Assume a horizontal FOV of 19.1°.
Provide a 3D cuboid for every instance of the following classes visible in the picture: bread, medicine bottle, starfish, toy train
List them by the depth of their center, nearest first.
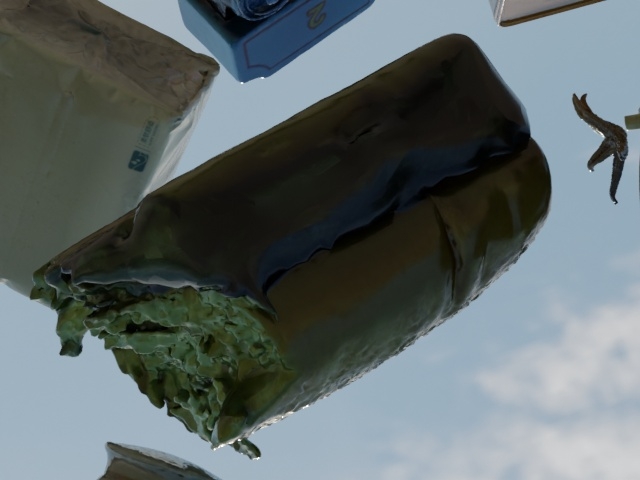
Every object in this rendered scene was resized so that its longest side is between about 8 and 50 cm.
[{"bbox_3d":[0.000,0.000,1.430,0.376,0.208,0.251,-35,-171,-28],"label":"bread"},{"bbox_3d":[-0.167,0.279,1.865,0.147,0.147,0.143,9,-102,54],"label":"medicine bottle"},{"bbox_3d":[0.341,-0.109,2.205,0.041,0.133,0.130,-22,-165,-9],"label":"starfish"},{"bbox_3d":[-0.057,-0.379,2.636,0.300,0.265,0.188,-36,-116,-14],"label":"toy train"}]

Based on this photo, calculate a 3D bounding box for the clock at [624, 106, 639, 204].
[{"bbox_3d":[0.317,-0.019,1.486,0.120,0.276,0.379,-7,170,4],"label":"clock"}]

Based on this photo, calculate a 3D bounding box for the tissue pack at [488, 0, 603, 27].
[{"bbox_3d":[0.262,-0.419,2.279,0.194,0.274,0.145,-14,168,-5],"label":"tissue pack"}]

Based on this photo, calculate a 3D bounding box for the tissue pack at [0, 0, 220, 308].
[{"bbox_3d":[-0.333,-0.116,2.470,0.297,0.380,0.207,26,-147,4],"label":"tissue pack"}]
